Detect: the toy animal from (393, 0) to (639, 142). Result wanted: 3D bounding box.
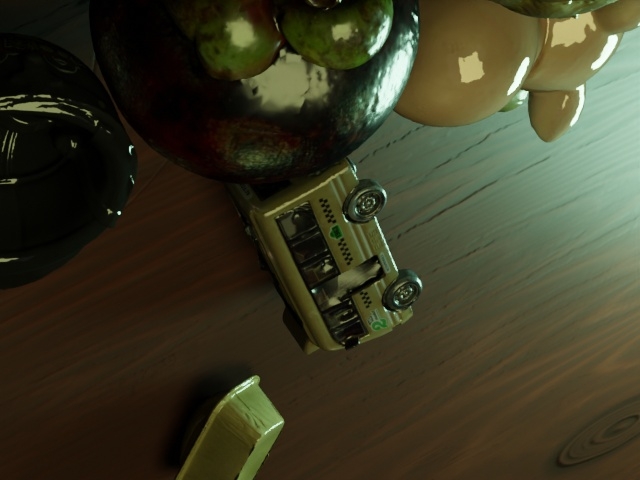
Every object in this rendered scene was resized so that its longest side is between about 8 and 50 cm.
[{"bbox_3d":[0.186,-0.231,1.619,0.326,0.269,0.237,-58,179,-43],"label":"toy animal"}]

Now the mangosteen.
[{"bbox_3d":[-0.055,-0.216,1.386,0.306,0.306,0.359,-27,164,-16],"label":"mangosteen"}]

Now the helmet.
[{"bbox_3d":[-0.302,-0.089,1.442,0.231,0.160,0.279,2,144,-28],"label":"helmet"}]

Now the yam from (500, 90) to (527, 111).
[{"bbox_3d":[0.084,-0.190,1.707,0.372,0.083,0.083,5,122,-41],"label":"yam"}]

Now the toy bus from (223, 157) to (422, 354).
[{"bbox_3d":[0.000,0.000,1.766,0.157,0.139,0.289,-31,137,-6],"label":"toy bus"}]

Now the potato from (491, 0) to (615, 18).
[{"bbox_3d":[0.185,-0.326,1.405,0.301,0.289,0.237,-52,177,-40],"label":"potato"}]

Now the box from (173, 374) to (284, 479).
[{"bbox_3d":[-0.120,0.250,1.933,0.111,0.111,0.177,2,128,-38],"label":"box"}]
